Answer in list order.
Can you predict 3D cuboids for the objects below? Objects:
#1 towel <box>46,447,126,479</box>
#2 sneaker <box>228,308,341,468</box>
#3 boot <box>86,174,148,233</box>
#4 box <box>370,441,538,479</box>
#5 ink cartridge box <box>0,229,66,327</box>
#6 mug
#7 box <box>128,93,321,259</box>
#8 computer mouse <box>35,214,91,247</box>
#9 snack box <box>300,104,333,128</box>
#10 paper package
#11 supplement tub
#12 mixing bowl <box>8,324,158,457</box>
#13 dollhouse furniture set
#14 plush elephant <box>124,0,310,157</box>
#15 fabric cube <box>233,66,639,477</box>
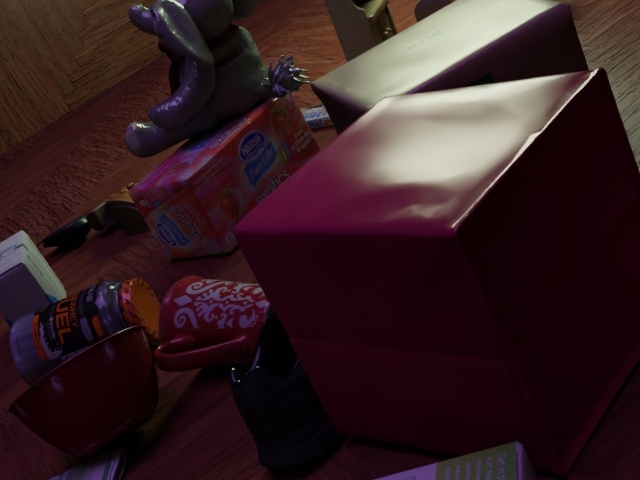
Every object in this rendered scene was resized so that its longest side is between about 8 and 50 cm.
[{"bbox_3d":[-0.290,0.296,1.145,0.152,0.023,0.113,-26,20,10],"label":"towel"},{"bbox_3d":[0.008,0.103,1.073,0.109,0.130,0.286,-13,26,38],"label":"sneaker"},{"bbox_3d":[-0.343,-0.081,1.954,0.197,0.073,0.152,0,31,45],"label":"boot"},{"bbox_3d":[0.011,0.284,0.775,0.322,0.058,0.232,-21,23,20],"label":"box"},{"bbox_3d":[-0.477,0.080,1.663,0.082,0.139,0.191,-33,22,-7],"label":"ink cartridge box"},{"bbox_3d":[-0.104,0.115,1.224,0.169,0.113,0.150,-1,52,40],"label":"mug"},{"bbox_3d":[-0.151,-0.112,1.701,0.154,0.142,0.300,-7,30,42],"label":"box"},{"bbox_3d":[-0.546,0.017,2.030,0.242,0.041,0.071,-26,13,23],"label":"computer mouse"},{"bbox_3d":[0.004,-0.239,1.957,0.178,0.022,0.064,-4,34,45],"label":"snack box"},{"bbox_3d":[0.191,-0.222,1.517,0.325,0.168,0.309,-30,22,-7],"label":"paper package"},{"bbox_3d":[-0.319,0.127,1.410,0.190,0.117,0.117,-23,23,12],"label":"supplement tub"},{"bbox_3d":[-0.258,0.188,1.193,0.181,0.098,0.181,-33,-8,-5],"label":"mixing bowl"},{"bbox_3d":[0.216,-0.494,1.923,0.394,0.256,0.362,-12,27,24],"label":"dollhouse furniture set"},{"bbox_3d":[-0.207,-0.325,1.699,0.330,0.255,0.272,-12,26,35],"label":"plush elephant"},{"bbox_3d":[0.132,0.023,0.937,0.258,0.259,0.254,0,34,46],"label":"fabric cube"}]
